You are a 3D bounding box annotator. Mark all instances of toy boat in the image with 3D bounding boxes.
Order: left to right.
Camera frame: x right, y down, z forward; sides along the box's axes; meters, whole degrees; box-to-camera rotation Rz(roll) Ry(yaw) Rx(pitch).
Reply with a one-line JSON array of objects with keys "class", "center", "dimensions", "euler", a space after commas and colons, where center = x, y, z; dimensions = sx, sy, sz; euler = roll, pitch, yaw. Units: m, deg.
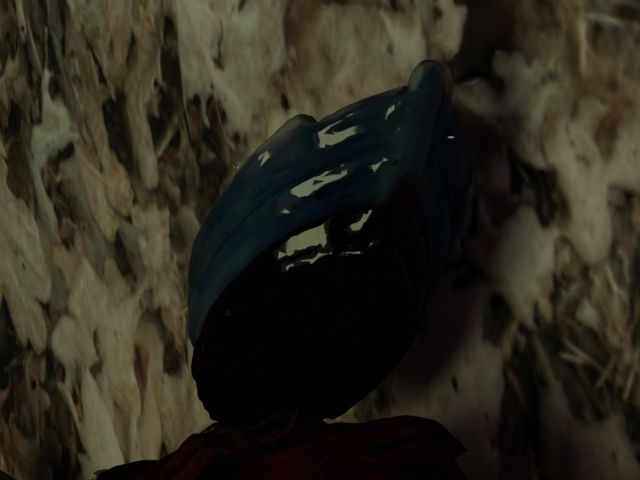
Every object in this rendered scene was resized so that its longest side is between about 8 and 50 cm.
[{"class": "toy boat", "center": [0.000, 0.000, 1.060], "dimensions": [0.309, 0.129, 0.142], "euler": [126, 156, -53]}]

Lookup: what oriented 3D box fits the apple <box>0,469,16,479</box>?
[{"class": "apple", "center": [-0.311, 0.303, 1.594], "dimensions": [0.194, 0.260, 0.261], "euler": [-29, 74, 57]}]

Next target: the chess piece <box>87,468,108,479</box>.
[{"class": "chess piece", "center": [-0.180, 0.224, 1.519], "dimensions": [0.103, 0.067, 0.067], "euler": [-56, 51, 41]}]

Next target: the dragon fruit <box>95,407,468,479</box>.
[{"class": "dragon fruit", "center": [-0.018, 0.236, 0.969], "dimensions": [0.329, 0.329, 0.329], "euler": [29, 124, 55]}]
